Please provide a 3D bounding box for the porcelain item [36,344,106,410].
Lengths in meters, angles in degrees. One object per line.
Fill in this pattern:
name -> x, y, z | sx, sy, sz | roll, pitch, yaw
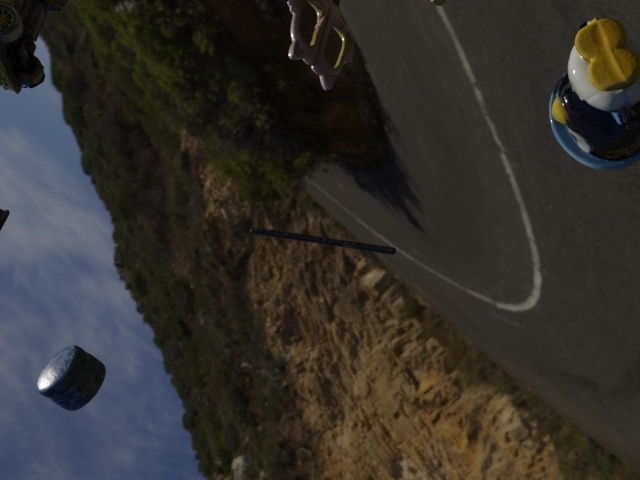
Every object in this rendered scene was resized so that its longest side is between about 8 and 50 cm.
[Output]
porcelain item -> -0.653, 0.357, 1.509 | 0.114, 0.147, 0.147 | 49, 180, -35

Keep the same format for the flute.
flute -> 0.000, 0.000, 0.992 | 0.269, 0.014, 0.014 | 8, 166, 20

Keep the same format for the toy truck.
toy truck -> -0.441, -0.346, 0.773 | 0.157, 0.272, 0.124 | 9, 160, -8

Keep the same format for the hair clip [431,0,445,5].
hair clip -> 0.206, -0.438, 0.874 | 0.218, 0.159, 0.071 | 5, -133, -40

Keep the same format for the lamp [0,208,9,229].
lamp -> -0.566, -0.045, 0.773 | 0.172, 0.147, 0.227 | -15, 137, 45

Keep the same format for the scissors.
scissors -> 0.016, -0.415, 1.008 | 0.024, 0.318, 0.160 | -11, 147, 43

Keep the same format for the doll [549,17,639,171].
doll -> 0.401, -0.196, 0.823 | 0.314, 0.141, 0.177 | 24, -132, -63
